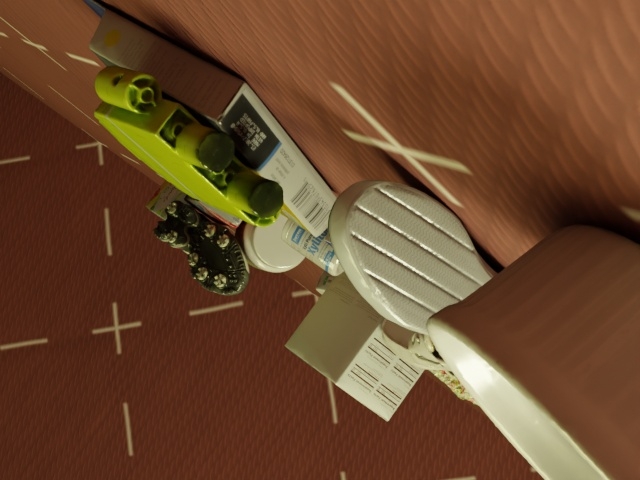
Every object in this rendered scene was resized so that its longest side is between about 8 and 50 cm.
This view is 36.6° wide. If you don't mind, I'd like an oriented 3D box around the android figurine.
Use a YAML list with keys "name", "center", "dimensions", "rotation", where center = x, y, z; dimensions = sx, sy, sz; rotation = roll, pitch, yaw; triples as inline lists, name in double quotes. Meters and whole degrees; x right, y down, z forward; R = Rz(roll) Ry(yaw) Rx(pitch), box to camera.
- name: "android figurine"
  center: [-0.153, -0.101, 1.086]
  dimensions: [0.248, 0.056, 0.273]
  rotation: [43, 169, -35]

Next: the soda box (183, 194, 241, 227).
- name: "soda box"
  center: [-0.175, -0.084, 1.729]
  dimensions: [0.083, 0.092, 0.263]
  rotation: [37, 174, -13]

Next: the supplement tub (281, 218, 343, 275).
- name: "supplement tub"
  center: [0.000, 0.000, 1.507]
  dimensions: [0.107, 0.071, 0.071]
  rotation: [33, 173, 17]

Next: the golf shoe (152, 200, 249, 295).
- name: "golf shoe"
  center: [-0.188, 0.017, 1.747]
  dimensions: [0.120, 0.105, 0.273]
  rotation: [29, -171, -45]

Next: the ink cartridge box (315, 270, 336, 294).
- name: "ink cartridge box"
  center: [0.127, 0.136, 2.028]
  dimensions: [0.225, 0.056, 0.181]
  rotation: [7, 156, 38]

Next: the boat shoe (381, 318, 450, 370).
- name: "boat shoe"
  center: [0.192, 0.151, 1.505]
  dimensions: [0.277, 0.098, 0.096]
  rotation: [15, 158, 45]

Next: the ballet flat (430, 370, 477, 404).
- name: "ballet flat"
  center: [0.263, 0.238, 1.833]
  dimensions: [0.241, 0.091, 0.077]
  rotation: [30, 150, 21]

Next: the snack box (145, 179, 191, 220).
- name: "snack box"
  center: [-0.271, -0.102, 1.894]
  dimensions: [0.037, 0.141, 0.100]
  rotation: [41, 172, -35]

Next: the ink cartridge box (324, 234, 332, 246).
- name: "ink cartridge box"
  center: [0.095, 0.032, 1.339]
  dimensions: [0.097, 0.046, 0.207]
  rotation: [41, 172, -29]

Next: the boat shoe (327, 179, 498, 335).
- name: "boat shoe"
  center: [0.108, 0.044, 1.002]
  dimensions: [0.335, 0.121, 0.119]
  rotation: [38, 170, -37]

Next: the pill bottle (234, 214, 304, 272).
- name: "pill bottle"
  center: [-0.083, -0.003, 1.710]
  dimensions: [0.119, 0.119, 0.208]
  rotation: [37, 173, -10]

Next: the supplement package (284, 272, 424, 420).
- name: "supplement package"
  center: [0.085, 0.174, 1.733]
  dimensions: [0.149, 0.203, 0.194]
  rotation: [40, 173, -32]

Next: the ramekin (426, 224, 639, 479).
- name: "ramekin"
  center: [0.217, 0.118, 0.700]
  dimensions: [0.277, 0.135, 0.277]
  rotation: [48, 175, 6]

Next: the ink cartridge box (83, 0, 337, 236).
- name: "ink cartridge box"
  center: [-0.149, -0.153, 1.206]
  dimensions: [0.307, 0.072, 0.303]
  rotation: [30, 172, 31]
